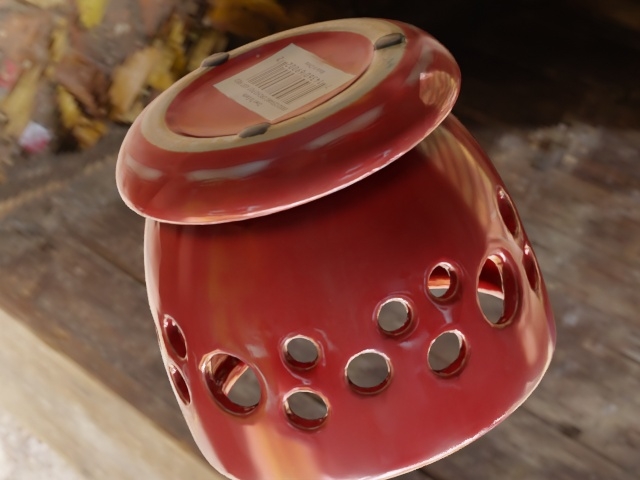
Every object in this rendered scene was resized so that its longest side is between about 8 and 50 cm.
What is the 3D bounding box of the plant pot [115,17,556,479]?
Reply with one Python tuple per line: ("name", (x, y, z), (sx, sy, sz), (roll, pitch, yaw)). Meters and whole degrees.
("plant pot", (0.000, 0.000, 0.910), (0.191, 0.191, 0.174), (-34, 118, -22))
